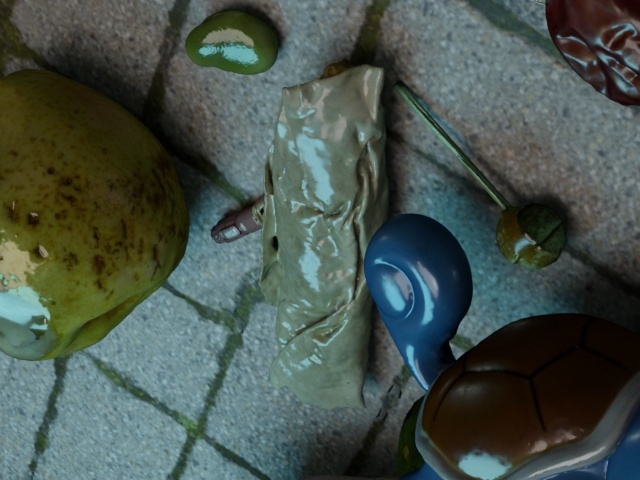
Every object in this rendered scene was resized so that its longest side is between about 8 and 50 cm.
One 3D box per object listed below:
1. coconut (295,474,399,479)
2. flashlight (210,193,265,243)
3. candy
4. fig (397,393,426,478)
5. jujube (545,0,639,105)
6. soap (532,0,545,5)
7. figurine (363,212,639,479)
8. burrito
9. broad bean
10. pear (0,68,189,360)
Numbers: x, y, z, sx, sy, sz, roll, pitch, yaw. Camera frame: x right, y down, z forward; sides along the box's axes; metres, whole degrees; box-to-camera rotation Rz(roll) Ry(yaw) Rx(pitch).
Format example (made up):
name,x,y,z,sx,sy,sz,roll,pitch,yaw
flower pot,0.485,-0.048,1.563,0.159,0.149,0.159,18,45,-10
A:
name,x,y,z,sx,sy,sz,roll,pitch,yaw
coconut,-0.021,0.423,1.824,0.405,0.404,0.404,19,131,23
flashlight,-0.064,-0.019,1.760,0.110,0.031,0.052,-24,107,44
candy,0.130,-0.058,1.588,0.202,0.061,0.061,49,136,5
fig,0.153,0.191,1.721,0.156,0.123,0.123,2,134,-13
jujube,0.282,-0.165,1.309,0.250,0.174,0.174,5,127,9
soap,0.159,-0.269,1.390,0.121,0.064,0.183,24,133,18
figurine,0.200,0.146,1.546,0.416,0.298,0.243,31,131,34
burrito,0.000,0.000,1.691,0.117,0.076,0.392,13,131,12
broad bean,-0.077,-0.173,1.646,0.083,0.045,0.063,7,127,22
pear,-0.258,-0.026,1.762,0.271,0.271,0.271,19,131,23
